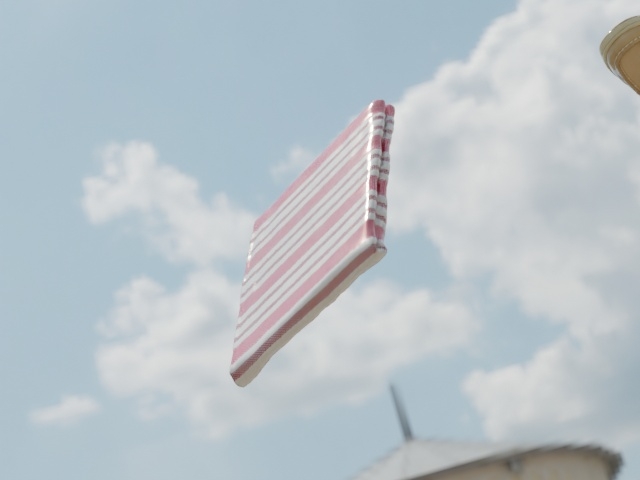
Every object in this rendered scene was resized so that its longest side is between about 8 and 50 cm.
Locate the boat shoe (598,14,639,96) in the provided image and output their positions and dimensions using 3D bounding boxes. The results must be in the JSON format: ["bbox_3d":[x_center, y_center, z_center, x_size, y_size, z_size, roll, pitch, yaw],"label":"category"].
[{"bbox_3d":[0.276,-0.118,1.350,0.170,0.059,0.063,21,-57,-44],"label":"boat shoe"}]

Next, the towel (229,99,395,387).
[{"bbox_3d":[0.000,0.000,1.197,0.029,0.197,0.144,35,-61,-18],"label":"towel"}]
